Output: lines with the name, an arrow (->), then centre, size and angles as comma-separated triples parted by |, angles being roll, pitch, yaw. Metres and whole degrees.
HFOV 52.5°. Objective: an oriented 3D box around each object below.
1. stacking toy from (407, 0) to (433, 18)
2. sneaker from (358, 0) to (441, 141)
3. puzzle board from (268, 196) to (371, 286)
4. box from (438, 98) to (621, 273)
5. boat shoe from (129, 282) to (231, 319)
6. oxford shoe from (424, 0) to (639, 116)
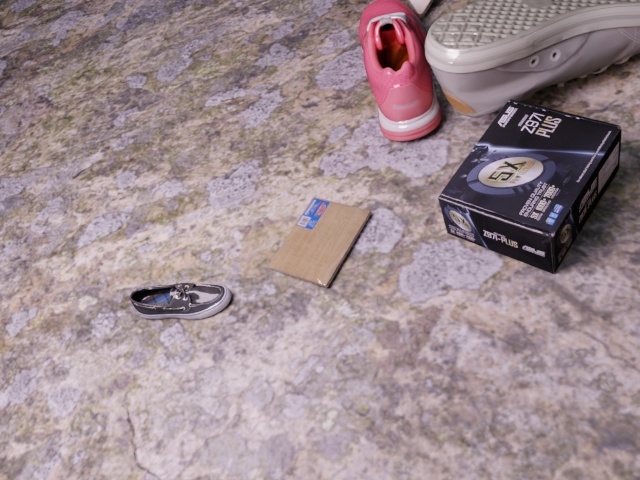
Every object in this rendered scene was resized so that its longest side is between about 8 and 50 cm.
stacking toy -> 0.163, -0.542, 1.180 | 0.279, 0.130, 0.309 | 42, 91, 12
sneaker -> 0.117, -0.299, 0.983 | 0.116, 0.136, 0.314 | -15, 50, 9
puzzle board -> 0.000, 0.000, 0.883 | 0.096, 0.011, 0.128 | 16, 61, 32
box -> 0.257, -0.072, 0.792 | 0.147, 0.077, 0.180 | 25, 67, 35
boat shoe -> -0.192, 0.080, 0.878 | 0.142, 0.040, 0.049 | -9, 52, 15
oxford shoe -> 0.352, -0.286, 0.894 | 0.449, 0.130, 0.169 | -20, 44, -8
